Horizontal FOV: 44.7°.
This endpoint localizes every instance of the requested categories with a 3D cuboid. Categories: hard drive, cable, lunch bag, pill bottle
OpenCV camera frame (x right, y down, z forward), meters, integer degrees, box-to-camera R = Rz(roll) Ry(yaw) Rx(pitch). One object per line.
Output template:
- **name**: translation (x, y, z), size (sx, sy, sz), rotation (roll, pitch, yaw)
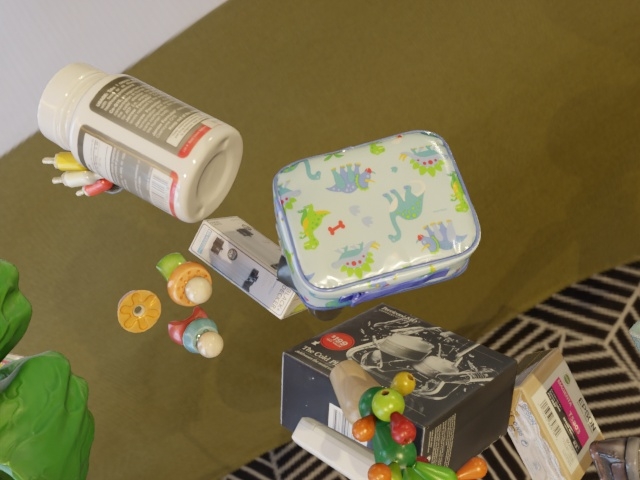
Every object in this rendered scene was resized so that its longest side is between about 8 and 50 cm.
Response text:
- **hard drive**: translation (0.145, 0.352, 1.040), size (0.353, 0.233, 0.047), rotation (17, 74, 52)
- **cable**: translation (-0.344, -0.126, 1.375), size (0.287, 0.139, 0.072), rotation (-4, 56, 27)
- **lunch bag**: translation (0.061, -0.019, 0.890), size (0.218, 0.090, 0.176), rotation (-16, 69, -8)
- **pill bottle**: translation (-0.277, -0.157, 1.193), size (0.283, 0.161, 0.161), rotation (28, 80, 14)

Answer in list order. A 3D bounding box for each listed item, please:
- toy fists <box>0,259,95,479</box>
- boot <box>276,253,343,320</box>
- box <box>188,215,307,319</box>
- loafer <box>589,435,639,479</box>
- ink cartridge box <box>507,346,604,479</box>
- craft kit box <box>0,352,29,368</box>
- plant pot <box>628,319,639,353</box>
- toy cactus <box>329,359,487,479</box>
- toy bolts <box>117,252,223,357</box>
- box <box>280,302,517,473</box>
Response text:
- **toy fists**: translation (-0.279, 0.118, 0.650), size (0.096, 0.279, 0.142), rotation (-15, 27, 17)
- **boot**: translation (0.000, 0.000, 1.137), size (0.137, 0.076, 0.198), rotation (32, 99, 51)
- **box**: translation (-0.148, 0.059, 1.850), size (0.290, 0.169, 0.087), rotation (34, 107, 16)
- **loafer**: translation (0.601, 0.491, 1.550), size (0.095, 0.303, 0.109), rotation (1, 41, 29)
- **ink cartridge box**: translation (0.472, 0.368, 1.607), size (0.088, 0.193, 0.235), rotation (-27, 92, 44)
- **craft kit box**: translation (-0.420, 0.291, 0.975), size (0.060, 0.247, 0.250), rotation (12, 63, -12)
- **plant pot**: translation (0.642, 0.198, 1.104), size (0.247, 0.252, 0.247), rotation (-31, 22, -16)
- **toy cactus**: translation (0.071, 0.185, 0.769), size (0.112, 0.219, 0.180), rotation (-35, 48, -3)
- **toy bolts**: translation (-0.316, 0.179, 1.749), size (0.218, 0.229, 0.158), rotation (-36, 33, -20)
- **box**: translation (0.149, 0.298, 1.518), size (0.343, 0.312, 0.179), rotation (21, 118, 38)
